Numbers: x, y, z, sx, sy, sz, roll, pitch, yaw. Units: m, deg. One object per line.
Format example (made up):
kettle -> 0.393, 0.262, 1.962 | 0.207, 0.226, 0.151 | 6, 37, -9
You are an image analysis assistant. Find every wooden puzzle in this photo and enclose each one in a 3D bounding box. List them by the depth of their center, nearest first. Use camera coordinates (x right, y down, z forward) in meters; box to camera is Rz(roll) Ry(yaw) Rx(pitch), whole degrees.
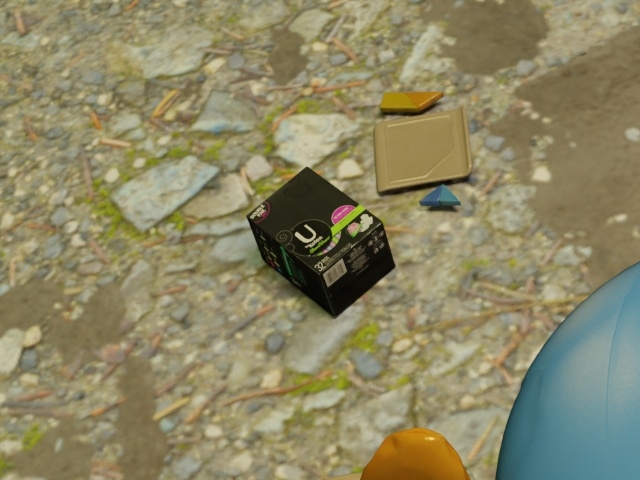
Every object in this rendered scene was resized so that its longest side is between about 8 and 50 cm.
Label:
wooden puzzle -> 0.075, -0.067, 1.223 | 0.078, 0.014, 0.116 | -7, 50, 17

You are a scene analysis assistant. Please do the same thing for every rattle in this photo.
rattle -> 0.072, 0.129, 0.921 | 0.130, 0.143, 0.199 | 17, 23, 38

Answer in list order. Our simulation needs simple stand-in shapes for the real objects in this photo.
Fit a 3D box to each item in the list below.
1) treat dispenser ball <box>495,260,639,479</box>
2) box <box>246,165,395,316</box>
treat dispenser ball -> 0.230, 0.136, 0.833 | 0.288, 0.288, 0.288 | -8, 51, 10
box -> 0.000, 0.000, 1.165 | 0.062, 0.052, 0.083 | -39, 51, -17
